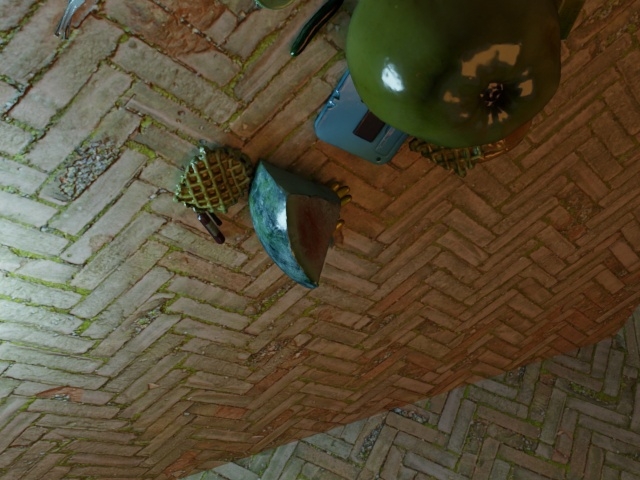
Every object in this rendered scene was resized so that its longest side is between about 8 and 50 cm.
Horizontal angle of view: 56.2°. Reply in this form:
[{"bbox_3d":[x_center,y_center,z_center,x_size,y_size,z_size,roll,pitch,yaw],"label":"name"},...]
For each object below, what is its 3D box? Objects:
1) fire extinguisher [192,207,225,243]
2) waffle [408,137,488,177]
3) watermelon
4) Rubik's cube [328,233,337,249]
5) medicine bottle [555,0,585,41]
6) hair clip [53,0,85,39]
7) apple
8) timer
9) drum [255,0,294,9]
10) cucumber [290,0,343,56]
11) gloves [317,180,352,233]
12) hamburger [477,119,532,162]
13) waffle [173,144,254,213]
[{"bbox_3d":[-0.311,-0.049,1.708,0.049,0.035,0.173,-24,145,3],"label":"fire extinguisher"},{"bbox_3d":[0.370,-0.308,1.688,0.054,0.223,0.204,-41,159,-59],"label":"waffle"},{"bbox_3d":[-0.048,-0.063,1.661,0.258,0.228,0.387,-30,112,-25],"label":"watermelon"},{"bbox_3d":[0.003,0.001,1.899,0.084,0.073,0.075,0,147,39],"label":"Rubik's cube"},{"bbox_3d":[0.583,-0.573,1.542,0.088,0.132,0.188,-9,139,-22],"label":"medicine bottle"},{"bbox_3d":[-0.487,-0.440,1.165,0.030,0.039,0.115,15,128,-33],"label":"hair clip"},{"bbox_3d":[0.291,-0.424,1.312,0.473,0.474,0.474,-16,140,-13],"label":"apple"},{"bbox_3d":[0.129,-0.345,1.613,0.250,0.091,0.232,19,125,-28],"label":"timer"},{"bbox_3d":[-0.153,-0.551,1.218,0.253,0.049,0.130,6,131,-34],"label":"drum"},{"bbox_3d":[-0.010,-0.497,1.375,0.036,0.033,0.184,34,112,-28],"label":"cucumber"},{"bbox_3d":[-0.025,-0.064,1.808,0.294,0.116,0.133,-46,142,13],"label":"gloves"},{"bbox_3d":[0.508,-0.325,1.763,0.283,0.157,0.144,-21,141,-3],"label":"hamburger"},{"bbox_3d":[-0.279,-0.156,1.587,0.207,0.054,0.214,14,123,-43],"label":"waffle"}]
